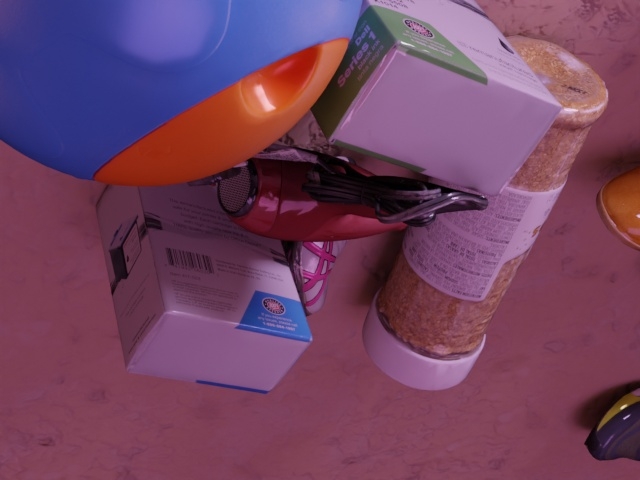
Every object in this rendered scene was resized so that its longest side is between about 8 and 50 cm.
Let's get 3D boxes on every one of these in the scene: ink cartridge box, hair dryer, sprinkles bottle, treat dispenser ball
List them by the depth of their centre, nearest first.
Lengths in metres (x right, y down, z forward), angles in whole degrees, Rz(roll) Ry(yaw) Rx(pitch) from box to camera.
[{"bbox_3d":[-0.114,-0.177,0.773,0.288,0.288,0.288,-12,136,-11],"label":"treat dispenser ball"},{"bbox_3d":[0.055,-0.147,0.926,0.160,0.219,0.092,15,122,-34],"label":"ink cartridge box"},{"bbox_3d":[0.022,-0.024,0.985,0.223,0.293,0.080,14,95,10],"label":"hair dryer"},{"bbox_3d":[-0.103,0.025,1.052,0.139,0.191,0.082,14,128,-32],"label":"ink cartridge box"},{"bbox_3d":[0.145,-0.016,1.163,0.121,0.121,0.355,1,132,-23],"label":"sprinkles bottle"}]

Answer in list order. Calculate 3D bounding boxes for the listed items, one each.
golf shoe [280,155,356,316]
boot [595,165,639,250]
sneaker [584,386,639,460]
[{"bbox_3d":[0.000,0.000,1.159,0.086,0.067,0.186,-13,136,-12],"label":"golf shoe"},{"bbox_3d":[0.429,-0.081,1.194,0.295,0.104,0.211,-7,156,-32],"label":"boot"},{"bbox_3d":[0.474,0.257,1.570,0.300,0.121,0.111,1,132,-23],"label":"sneaker"}]
